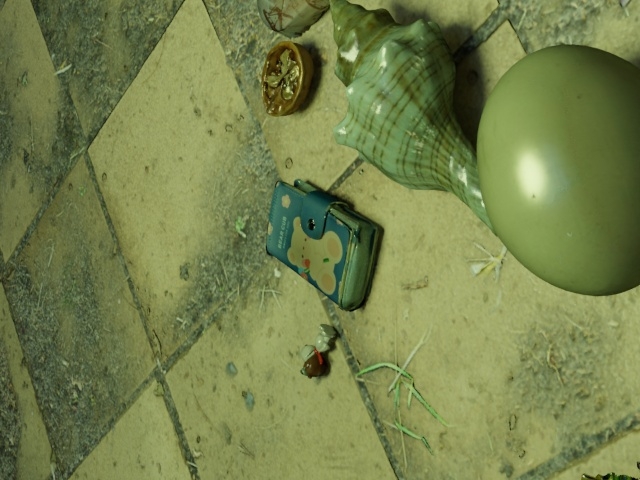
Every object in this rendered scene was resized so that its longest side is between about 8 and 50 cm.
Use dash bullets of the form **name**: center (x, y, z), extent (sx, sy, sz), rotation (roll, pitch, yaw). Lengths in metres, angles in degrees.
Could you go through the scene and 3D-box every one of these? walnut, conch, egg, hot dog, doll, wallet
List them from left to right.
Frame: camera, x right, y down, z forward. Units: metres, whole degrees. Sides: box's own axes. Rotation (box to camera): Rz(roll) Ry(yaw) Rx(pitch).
- **walnut**: center (-0.042, -0.241, 1.646), extent (0.091, 0.052, 0.121), rotation (47, 128, 37)
- **hot dog**: center (-0.011, -0.384, 1.592), extent (0.252, 0.069, 0.131), rotation (-33, 76, 49)
- **doll**: center (-0.001, 0.167, 1.634), extent (0.085, 0.040, 0.058), rotation (-47, 47, 42)
- **wallet**: center (0.001, 0.000, 1.604), extent (0.202, 0.059, 0.141), rotation (35, 125, 46)
- **conch**: center (0.100, -0.154, 1.397), extent (0.203, 0.169, 0.386), rotation (113, 142, -64)
- **egg**: center (0.273, -0.075, 1.142), extent (0.219, 0.219, 0.269), rotation (-20, 76, 49)

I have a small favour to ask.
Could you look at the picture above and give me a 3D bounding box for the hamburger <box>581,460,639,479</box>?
- **hamburger**: center (0.338, 0.340, 1.186), extent (0.164, 0.093, 0.189), rotation (46, 124, 41)
